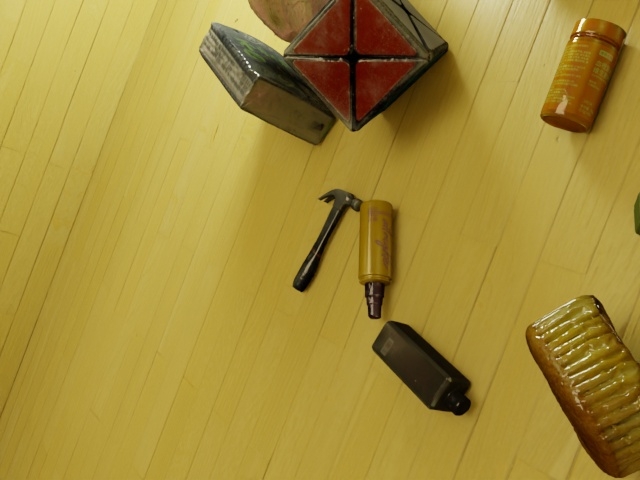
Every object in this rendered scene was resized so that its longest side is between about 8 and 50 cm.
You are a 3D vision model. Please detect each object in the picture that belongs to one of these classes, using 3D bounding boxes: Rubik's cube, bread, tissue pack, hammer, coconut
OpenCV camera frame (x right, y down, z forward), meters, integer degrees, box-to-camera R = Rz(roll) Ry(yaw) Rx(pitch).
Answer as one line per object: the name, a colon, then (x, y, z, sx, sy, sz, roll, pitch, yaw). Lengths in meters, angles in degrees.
Rubik's cube: (0.114, -0.441, 1.534, 0.259, 0.255, 0.260, -39, 6, 32)
bread: (0.422, 0.218, 0.999, 0.142, 0.227, 0.253, -26, 49, 11)
tissue pack: (-0.155, -0.450, 1.873, 0.124, 0.288, 0.394, -53, 43, 20)
hammer: (0.000, 0.000, 1.708, 0.137, 0.037, 0.290, 37, 103, 48)
coconut: (-0.002, -0.694, 1.768, 0.404, 0.404, 0.404, -21, 59, 42)

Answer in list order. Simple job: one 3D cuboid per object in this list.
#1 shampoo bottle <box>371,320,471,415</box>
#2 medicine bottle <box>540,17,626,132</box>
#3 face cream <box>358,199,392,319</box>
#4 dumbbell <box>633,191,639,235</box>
shampoo bottle: (0.209, 0.260, 1.335, 0.246, 0.079, 0.080, 43, 109, 48)
medicine bottle: (0.491, -0.307, 1.243, 0.096, 0.096, 0.192, 22, 91, 50)
face cream: (0.126, 0.045, 1.518, 0.078, 0.078, 0.273, -17, 62, 43)
dumbbell: (0.549, 0.063, 1.014, 0.121, 0.108, 0.302, -12, 66, 45)
